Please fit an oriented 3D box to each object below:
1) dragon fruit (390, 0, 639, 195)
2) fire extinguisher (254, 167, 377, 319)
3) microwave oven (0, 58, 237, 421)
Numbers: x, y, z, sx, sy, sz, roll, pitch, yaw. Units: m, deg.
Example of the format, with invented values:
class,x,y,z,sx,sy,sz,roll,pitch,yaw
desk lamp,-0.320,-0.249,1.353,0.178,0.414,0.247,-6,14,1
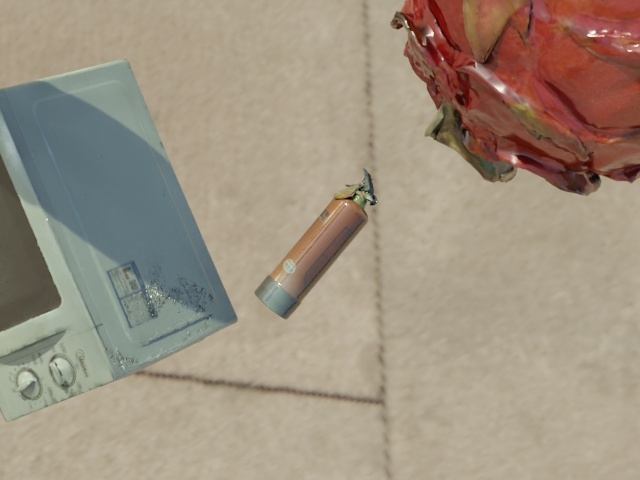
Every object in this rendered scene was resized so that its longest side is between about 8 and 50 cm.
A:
class,x,y,z,sx,sy,sz,roll,pitch,yaw
dragon fruit,0.200,-0.181,1.246,0.277,0.342,0.277,29,36,-24
fire extinguisher,0.000,0.000,0.874,0.022,0.028,0.083,37,94,-34
microwave oven,-0.257,0.000,1.747,0.237,0.181,0.295,-24,91,-55
